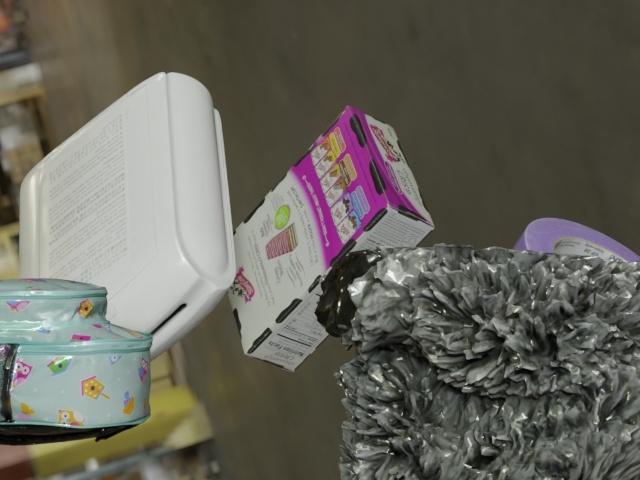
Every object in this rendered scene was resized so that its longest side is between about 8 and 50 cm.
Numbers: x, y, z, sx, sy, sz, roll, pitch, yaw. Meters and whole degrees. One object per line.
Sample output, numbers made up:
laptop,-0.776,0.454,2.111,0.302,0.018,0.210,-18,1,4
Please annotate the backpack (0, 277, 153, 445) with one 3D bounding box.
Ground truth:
backpack,-0.235,0.104,1.358,0.166,0.188,0.144,12,-94,-81

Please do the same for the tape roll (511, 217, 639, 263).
tape roll,0.257,0.067,1.519,0.080,0.189,0.189,-61,38,27

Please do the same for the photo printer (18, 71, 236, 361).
photo printer,-0.206,0.002,1.664,0.107,0.256,0.307,34,-148,-37

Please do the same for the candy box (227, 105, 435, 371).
candy box,0.000,0.000,1.634,0.233,0.071,0.159,-46,40,26

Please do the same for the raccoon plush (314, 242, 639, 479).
raccoon plush,0.144,0.159,0.886,0.446,0.216,0.299,-1,82,43
